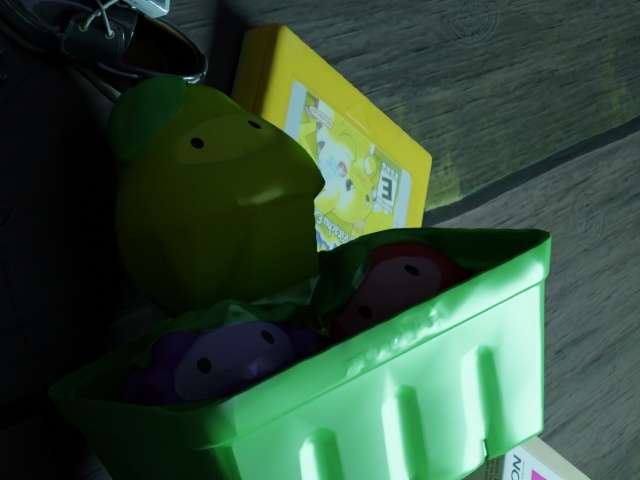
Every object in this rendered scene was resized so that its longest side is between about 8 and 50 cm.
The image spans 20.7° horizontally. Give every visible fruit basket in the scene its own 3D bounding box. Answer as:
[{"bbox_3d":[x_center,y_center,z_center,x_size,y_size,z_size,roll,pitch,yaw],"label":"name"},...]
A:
[{"bbox_3d":[-0.033,0.036,1.389,0.392,0.283,0.392,-1,91,-35],"label":"fruit basket"}]

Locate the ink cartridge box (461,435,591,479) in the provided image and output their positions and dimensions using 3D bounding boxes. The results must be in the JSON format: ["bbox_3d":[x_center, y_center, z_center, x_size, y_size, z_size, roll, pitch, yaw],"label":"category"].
[{"bbox_3d":[0.197,0.326,1.844,0.193,0.088,0.235,39,52,-45],"label":"ink cartridge box"}]

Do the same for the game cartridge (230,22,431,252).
[{"bbox_3d":[0.000,0.000,1.676,0.285,0.052,0.324,37,53,-45],"label":"game cartridge"}]

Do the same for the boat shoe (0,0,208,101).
[{"bbox_3d":[-0.187,-0.183,1.433,0.233,0.079,0.084,32,58,-46],"label":"boat shoe"}]

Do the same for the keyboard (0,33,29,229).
[{"bbox_3d":[-0.303,-0.046,1.273,0.201,0.033,0.317,61,40,-26],"label":"keyboard"}]

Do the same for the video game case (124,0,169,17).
[{"bbox_3d":[-0.176,-0.296,1.402,0.173,0.022,0.190,27,58,-50],"label":"video game case"}]
